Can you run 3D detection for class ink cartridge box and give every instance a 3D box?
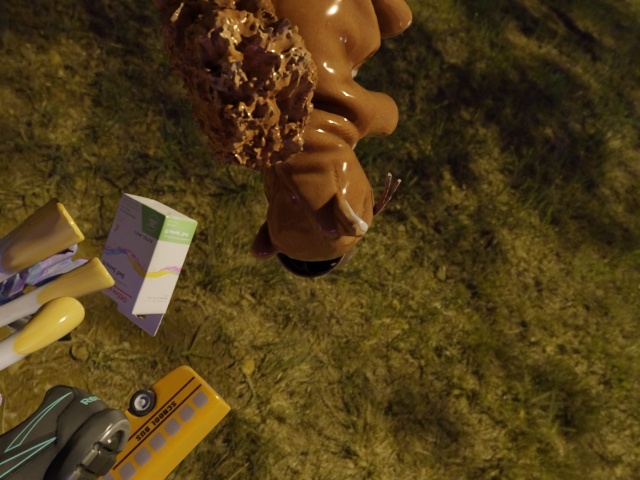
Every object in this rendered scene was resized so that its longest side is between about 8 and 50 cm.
[{"bbox_3d":[-0.505,0.071,1.483,0.207,0.353,0.119,24,6,32],"label":"ink cartridge box"}]

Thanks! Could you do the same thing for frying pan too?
[{"bbox_3d":[-0.771,0.252,1.550,0.197,0.053,0.326,17,-6,25],"label":"frying pan"}]

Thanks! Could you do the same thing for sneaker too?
[{"bbox_3d":[-0.322,0.273,0.550,0.106,0.101,0.267,30,61,16],"label":"sneaker"}]

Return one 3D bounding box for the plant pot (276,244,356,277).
[{"bbox_3d":[0.000,0.000,1.180,0.167,0.167,0.165,45,9,15],"label":"plant pot"}]

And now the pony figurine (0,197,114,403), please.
[{"bbox_3d":[-0.413,0.091,0.550,0.363,0.351,0.303,-35,111,-20],"label":"pony figurine"}]

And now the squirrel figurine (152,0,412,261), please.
[{"bbox_3d":[-0.053,-0.161,0.702,0.397,0.281,0.370,12,73,-56],"label":"squirrel figurine"}]

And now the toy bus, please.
[{"bbox_3d":[-0.335,0.384,0.979,0.130,0.108,0.333,38,71,22],"label":"toy bus"}]
